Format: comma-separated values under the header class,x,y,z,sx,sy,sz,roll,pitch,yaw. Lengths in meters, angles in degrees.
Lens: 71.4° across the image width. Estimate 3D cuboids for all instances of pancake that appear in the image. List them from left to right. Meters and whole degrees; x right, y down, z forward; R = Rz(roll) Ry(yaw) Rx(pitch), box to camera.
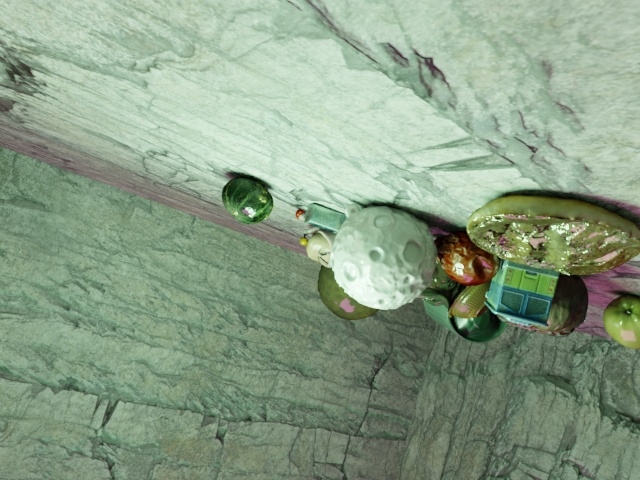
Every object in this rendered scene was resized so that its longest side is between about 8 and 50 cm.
class,x,y,z,sx,sy,sz,roll,pitch,yaw
pancake,0.528,-0.008,1.034,0.386,0.082,0.387,18,165,5

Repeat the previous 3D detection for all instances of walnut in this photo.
class,x,y,z,sx,sy,sz,roll,pitch,yaw
walnut,0.796,0.209,1.522,0.224,0.225,0.224,16,172,2

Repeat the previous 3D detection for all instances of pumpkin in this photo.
class,x,y,z,sx,sy,sz,roll,pitch,yaw
pumpkin,-0.253,-0.139,1.549,0.190,0.146,0.190,44,169,11

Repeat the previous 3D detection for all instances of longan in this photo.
class,x,y,z,sx,sy,sz,roll,pitch,yaw
longan,0.169,0.203,2.257,0.390,0.392,0.391,16,172,2

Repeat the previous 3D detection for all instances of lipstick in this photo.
class,x,y,z,sx,sy,sz,roll,pitch,yaw
lipstick,0.086,-0.057,1.672,0.289,0.077,0.077,17,171,-20

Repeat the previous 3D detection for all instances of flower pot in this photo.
class,x,y,z,sx,sy,sz,roll,pitch,yaw
flower pot,0.448,0.147,1.836,0.301,0.213,0.302,17,173,2

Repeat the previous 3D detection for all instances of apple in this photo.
class,x,y,z,sx,sy,sz,roll,pitch,yaw
apple,1.100,0.286,1.565,0.199,0.200,0.200,16,172,2

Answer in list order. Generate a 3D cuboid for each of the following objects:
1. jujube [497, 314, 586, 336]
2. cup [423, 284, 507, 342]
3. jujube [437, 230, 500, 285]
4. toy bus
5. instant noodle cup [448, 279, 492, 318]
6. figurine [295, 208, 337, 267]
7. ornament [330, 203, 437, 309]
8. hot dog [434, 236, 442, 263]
class,x,y,z,sx,sy,sz,roll,pitch,yaw
jujube,0.858,0.257,1.757,0.316,0.226,0.226,14,172,17
cup,0.738,0.325,2.186,0.400,0.311,0.392,20,177,-7
jujube,0.443,0.044,1.362,0.168,0.168,0.236,18,-169,-13
toy bus,0.602,0.145,1.353,0.151,0.191,0.312,13,-179,16
instant noodle cup,0.658,0.244,1.849,0.091,0.274,0.274,46,-172,30
figurine,0.000,0.000,1.785,0.288,0.186,0.176,55,155,30
ornament,0.196,0.060,1.414,0.336,0.338,0.337,16,172,2
hot dog,0.468,0.051,1.577,0.213,0.103,0.146,35,-177,-39
